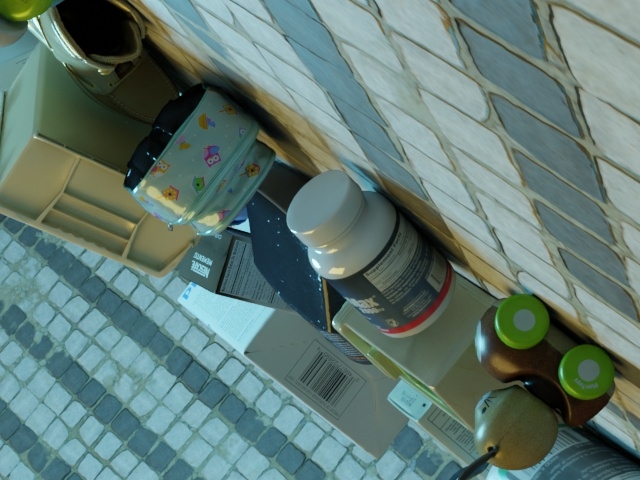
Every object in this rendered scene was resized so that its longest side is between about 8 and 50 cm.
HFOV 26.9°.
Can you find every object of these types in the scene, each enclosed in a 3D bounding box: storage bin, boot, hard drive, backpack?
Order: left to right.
[{"bbox_3d":[-0.279,-0.111,1.734,0.260,0.123,0.262,25,-151,-25],"label":"storage bin"},{"bbox_3d":[-0.242,-0.220,1.583,0.262,0.095,0.203,46,171,-28],"label":"boot"},{"bbox_3d":[-0.138,-0.089,1.520,0.144,0.166,0.188,39,178,-5],"label":"backpack"},{"bbox_3d":[-0.027,0.009,1.692,0.254,0.054,0.172,40,142,55],"label":"hard drive"}]

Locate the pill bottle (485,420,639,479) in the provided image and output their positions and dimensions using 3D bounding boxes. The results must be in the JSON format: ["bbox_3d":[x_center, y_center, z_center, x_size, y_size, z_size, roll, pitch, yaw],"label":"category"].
[{"bbox_3d":[0.385,0.391,1.704,0.204,0.204,0.361,43,174,-35],"label":"pill bottle"}]

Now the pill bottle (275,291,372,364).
[{"bbox_3d":[0.050,0.090,1.886,0.245,0.130,0.130,45,173,-39],"label":"pill bottle"}]

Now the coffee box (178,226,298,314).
[{"bbox_3d":[-0.077,0.049,2.093,0.246,0.098,0.141,16,-178,-31],"label":"coffee box"}]

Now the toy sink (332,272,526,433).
[{"bbox_3d":[0.117,0.102,1.548,0.234,0.131,0.153,36,173,41],"label":"toy sink"}]

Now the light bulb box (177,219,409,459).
[{"bbox_3d":[-0.020,0.164,2.443,0.358,0.225,0.361,41,174,-26],"label":"light bulb box"}]

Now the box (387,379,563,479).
[{"bbox_3d":[0.264,0.279,1.925,0.311,0.148,0.121,43,175,-20],"label":"box"}]

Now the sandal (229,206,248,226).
[{"bbox_3d":[-0.145,-0.081,1.960,0.138,0.126,0.317,32,-178,-7],"label":"sandal"}]

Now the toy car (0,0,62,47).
[{"bbox_3d":[-0.325,-0.296,1.365,0.182,0.159,0.136,38,-151,15],"label":"toy car"}]

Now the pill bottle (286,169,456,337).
[{"bbox_3d":[0.050,0.012,1.396,0.180,0.108,0.108,44,173,-33],"label":"pill bottle"}]

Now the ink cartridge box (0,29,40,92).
[{"bbox_3d":[-0.521,-0.257,2.216,0.171,0.168,0.233,36,142,28],"label":"ink cartridge box"}]

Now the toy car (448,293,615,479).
[{"bbox_3d":[0.183,0.165,1.319,0.149,0.188,0.155,38,174,10],"label":"toy car"}]
